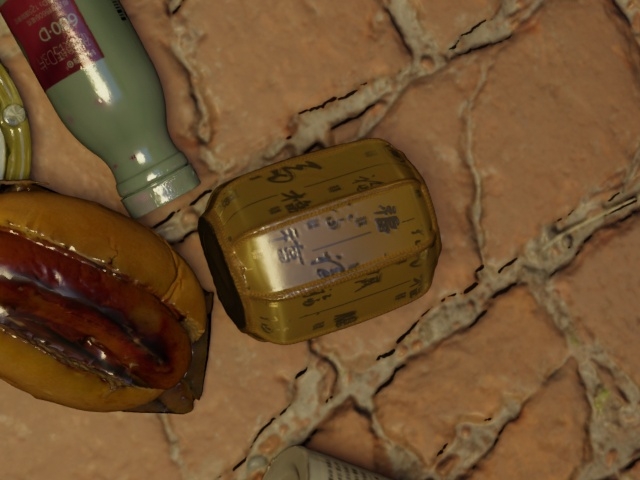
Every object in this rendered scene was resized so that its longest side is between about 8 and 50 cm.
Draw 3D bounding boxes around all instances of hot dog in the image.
[{"bbox_3d":[-0.212,0.054,0.828,0.326,0.107,0.194,11,91,-29],"label":"hot dog"}]

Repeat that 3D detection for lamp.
[{"bbox_3d":[0.000,0.000,0.910,0.185,0.161,0.161,-22,96,-15],"label":"lamp"}]

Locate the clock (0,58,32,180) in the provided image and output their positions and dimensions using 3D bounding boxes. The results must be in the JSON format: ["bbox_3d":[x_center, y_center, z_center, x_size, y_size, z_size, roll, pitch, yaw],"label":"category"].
[{"bbox_3d":[-0.351,-0.071,0.851,0.237,0.057,0.237,0,89,-19],"label":"clock"}]

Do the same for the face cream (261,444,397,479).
[{"bbox_3d":[0.118,0.309,0.948,0.370,0.145,0.145,24,82,-17],"label":"face cream"}]

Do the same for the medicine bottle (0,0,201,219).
[{"bbox_3d":[-0.179,-0.127,0.886,0.090,0.090,0.216,-30,99,-15],"label":"medicine bottle"}]
